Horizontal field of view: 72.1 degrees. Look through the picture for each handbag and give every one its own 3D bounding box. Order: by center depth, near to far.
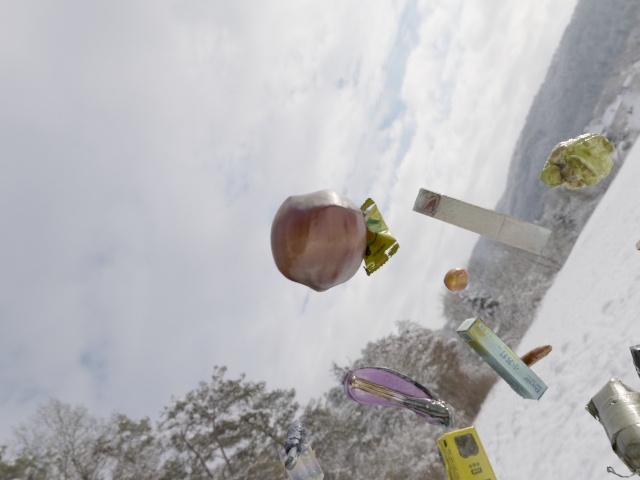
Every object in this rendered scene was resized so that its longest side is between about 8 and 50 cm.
[{"bbox_3d":[-0.064,0.811,1.565,0.117,0.173,0.095,-20,-51,-19],"label":"handbag"}]

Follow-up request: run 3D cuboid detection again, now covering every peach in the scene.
[{"bbox_3d":[0.546,0.156,1.774,0.100,0.101,0.100,-48,-28,-35],"label":"peach"}]

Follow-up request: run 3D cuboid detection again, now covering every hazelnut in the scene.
[{"bbox_3d":[0.000,-0.009,1.579,0.366,0.366,0.365,-48,-28,-35],"label":"hazelnut"}]

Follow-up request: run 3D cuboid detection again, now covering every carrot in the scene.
[{"bbox_3d":[0.717,0.390,1.482,0.139,0.048,0.048,-47,-15,25],"label":"carrot"}]

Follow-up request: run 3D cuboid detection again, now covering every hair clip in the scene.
[{"bbox_3d":[0.246,0.483,1.382,0.096,0.359,0.110,-9,-68,-68],"label":"hair clip"}]

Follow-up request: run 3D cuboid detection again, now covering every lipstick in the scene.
[{"bbox_3d":[0.459,-0.061,1.274,0.076,0.372,0.079,-15,-55,-67],"label":"lipstick"}]

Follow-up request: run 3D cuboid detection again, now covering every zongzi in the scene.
[{"bbox_3d":[1.040,0.657,1.306,0.181,0.418,0.447,-57,-8,22],"label":"zongzi"}]

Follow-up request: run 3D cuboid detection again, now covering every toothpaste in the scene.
[{"bbox_3d":[0.590,0.388,1.436,0.071,0.313,0.089,-42,-6,-19],"label":"toothpaste"}]

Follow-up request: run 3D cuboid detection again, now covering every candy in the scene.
[{"bbox_3d":[0.199,-0.019,1.742,0.081,0.297,0.187,17,-52,-40],"label":"candy"}]

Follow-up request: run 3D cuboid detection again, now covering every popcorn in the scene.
[{"bbox_3d":[0.911,-0.273,1.557,0.217,0.180,0.235,-19,-4,-12],"label":"popcorn"}]

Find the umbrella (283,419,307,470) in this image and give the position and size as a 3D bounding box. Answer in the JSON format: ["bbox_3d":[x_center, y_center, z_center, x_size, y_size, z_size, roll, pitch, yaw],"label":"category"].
[{"bbox_3d":[-0.070,0.598,1.285,0.070,0.071,0.248,-63,1,-2],"label":"umbrella"}]

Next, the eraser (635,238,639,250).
[{"bbox_3d":[1.147,-0.031,1.393,0.230,0.158,0.038,92,-162,-48],"label":"eraser"}]

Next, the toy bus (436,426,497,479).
[{"bbox_3d":[0.497,0.780,1.397,0.144,0.329,0.152,-12,-36,-5],"label":"toy bus"}]

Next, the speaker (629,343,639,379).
[{"bbox_3d":[0.602,0.263,0.606,0.232,0.184,0.253,15,-124,-76],"label":"speaker"}]
